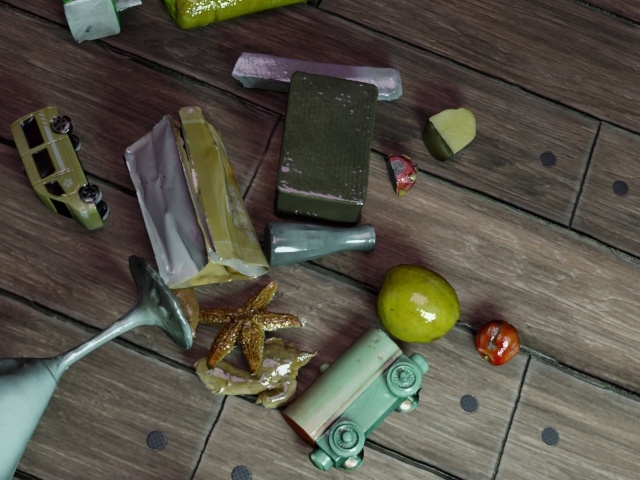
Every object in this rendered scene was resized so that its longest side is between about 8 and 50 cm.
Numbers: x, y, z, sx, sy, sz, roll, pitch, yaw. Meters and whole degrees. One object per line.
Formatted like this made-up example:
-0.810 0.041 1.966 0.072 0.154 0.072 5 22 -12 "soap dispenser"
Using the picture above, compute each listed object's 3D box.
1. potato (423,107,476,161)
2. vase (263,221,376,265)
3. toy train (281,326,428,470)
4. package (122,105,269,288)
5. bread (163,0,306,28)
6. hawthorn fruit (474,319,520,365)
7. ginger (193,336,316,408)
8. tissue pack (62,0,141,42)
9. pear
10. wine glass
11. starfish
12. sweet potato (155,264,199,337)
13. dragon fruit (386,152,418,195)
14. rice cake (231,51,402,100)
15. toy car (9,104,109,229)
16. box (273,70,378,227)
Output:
0.277 -0.227 1.877 0.103 0.066 0.096 -25 89 -21 "potato"
0.000 0.000 1.750 0.214 0.086 0.086 -4 70 -13 "vase"
0.064 0.288 1.637 0.177 0.116 0.285 40 70 21 "toy train"
-0.216 -0.085 1.683 0.221 0.165 0.311 -6 68 -33 "package"
-0.163 -0.576 1.929 0.383 0.112 0.166 -16 72 -13 "bread"
0.340 0.199 1.712 0.093 0.093 0.093 2 69 -6 "hawthorn fruit"
-0.125 0.237 1.655 0.214 0.059 0.133 15 76 0 "ginger"
-0.474 -0.552 1.862 0.156 0.148 0.209 -16 72 -11 "tissue pack"
0.182 0.123 1.688 0.162 0.149 0.149 31 69 4 "pear"
-0.442 0.207 1.531 0.406 0.267 0.267 -34 77 -23 "wine glass"
-0.149 0.159 1.664 0.240 0.043 0.227 2 40 11 "starfish"
-0.271 0.097 1.686 0.068 0.060 0.206 -38 60 14 "sweet potato"
0.173 -0.141 1.835 0.060 0.056 0.083 -11 69 -10 "dragon fruit"
-0.006 -0.344 1.890 0.365 0.056 0.073 4 74 -6 "rice cake"
-0.507 -0.130 1.723 0.124 0.101 0.257 -23 72 -10 "toy car"
0.011 -0.182 1.785 0.184 0.143 0.273 8 70 -4 "box"
